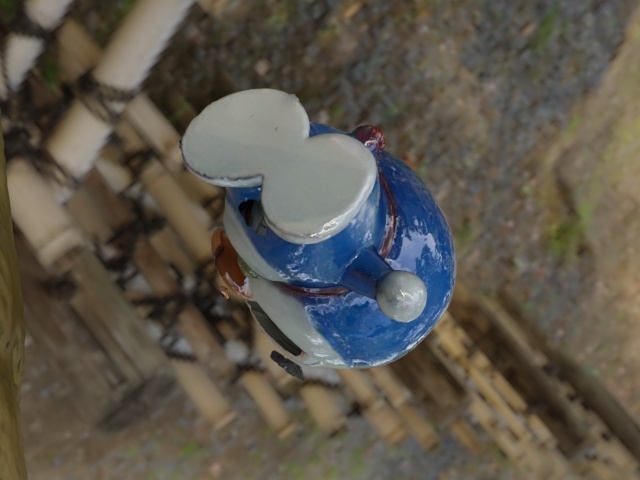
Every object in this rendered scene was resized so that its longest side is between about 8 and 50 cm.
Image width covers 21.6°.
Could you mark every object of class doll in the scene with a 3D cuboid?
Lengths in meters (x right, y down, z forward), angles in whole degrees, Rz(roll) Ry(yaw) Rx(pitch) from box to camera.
[{"bbox_3d":[0.000,0.000,1.110,0.161,0.215,0.257,-42,152,1],"label":"doll"}]

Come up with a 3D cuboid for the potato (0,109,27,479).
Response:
[{"bbox_3d":[-0.139,0.057,0.379,0.176,0.369,0.195,7,136,-28],"label":"potato"}]
